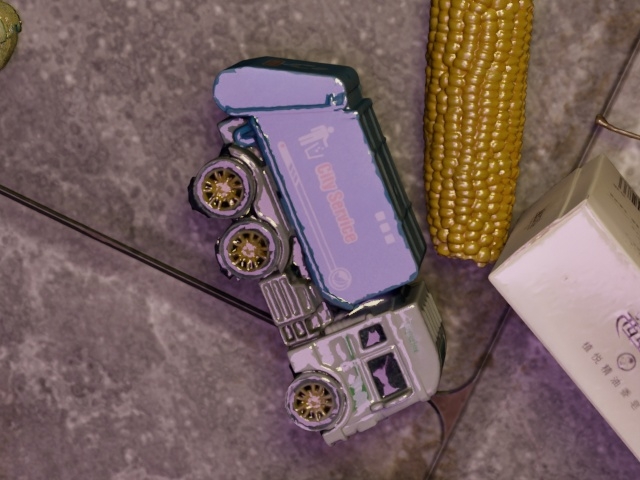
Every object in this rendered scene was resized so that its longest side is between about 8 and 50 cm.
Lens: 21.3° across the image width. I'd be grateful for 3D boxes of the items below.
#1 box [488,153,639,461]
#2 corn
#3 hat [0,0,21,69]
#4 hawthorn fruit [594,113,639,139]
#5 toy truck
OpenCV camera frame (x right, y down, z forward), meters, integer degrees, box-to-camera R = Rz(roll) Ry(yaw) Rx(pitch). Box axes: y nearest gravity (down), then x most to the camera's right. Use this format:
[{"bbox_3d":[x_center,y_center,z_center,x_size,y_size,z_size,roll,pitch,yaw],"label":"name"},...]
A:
[{"bbox_3d":[0.288,0.077,1.528,0.116,0.203,0.274,-38,94,20],"label":"box"},{"bbox_3d":[0.143,-0.133,1.564,0.101,0.101,0.310,5,108,11],"label":"corn"},{"bbox_3d":[-0.340,-0.203,1.674,0.076,0.059,0.077,21,103,2],"label":"hat"},{"bbox_3d":[0.387,-0.085,1.503,0.285,0.165,0.165,-8,102,24],"label":"hawthorn fruit"},{"bbox_3d":[0.000,0.000,1.604,0.175,0.146,0.367,-20,99,12],"label":"toy truck"}]
